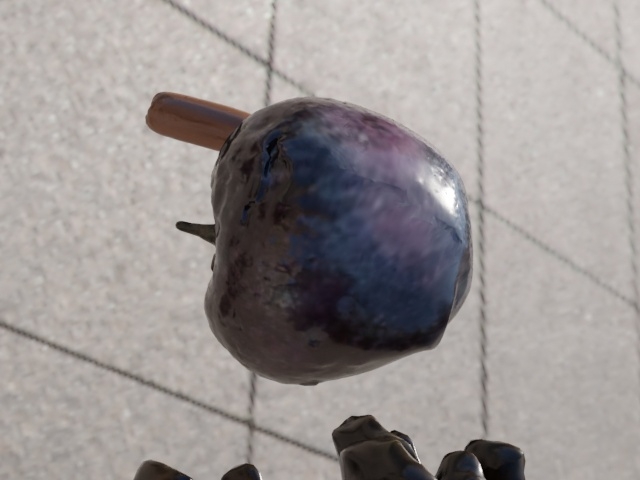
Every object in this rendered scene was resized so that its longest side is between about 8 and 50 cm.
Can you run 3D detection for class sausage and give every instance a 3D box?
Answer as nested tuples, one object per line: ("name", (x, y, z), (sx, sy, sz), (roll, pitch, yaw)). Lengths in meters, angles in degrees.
("sausage", (-0.084, -0.084, 1.095), (0.034, 0.083, 0.034), (16, 90, -81))

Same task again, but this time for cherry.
("cherry", (0.010, -0.001, 1.017), (0.195, 0.195, 0.195), (28, 52, -44))

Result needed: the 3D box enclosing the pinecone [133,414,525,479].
("pinecone", (0.012, 0.264, 0.726), (0.398, 0.398, 0.397), (28, 52, -44))
